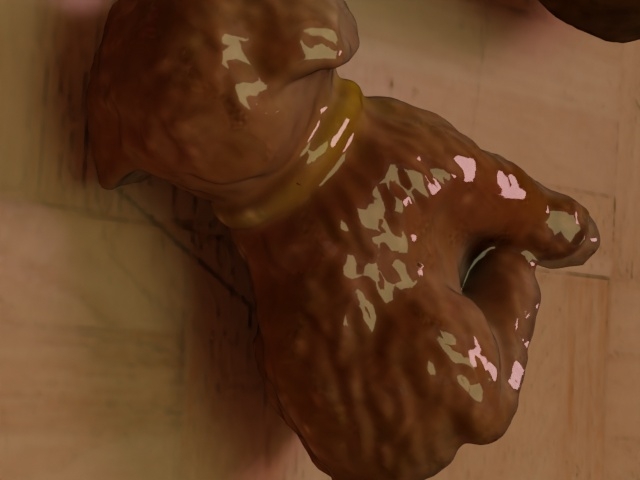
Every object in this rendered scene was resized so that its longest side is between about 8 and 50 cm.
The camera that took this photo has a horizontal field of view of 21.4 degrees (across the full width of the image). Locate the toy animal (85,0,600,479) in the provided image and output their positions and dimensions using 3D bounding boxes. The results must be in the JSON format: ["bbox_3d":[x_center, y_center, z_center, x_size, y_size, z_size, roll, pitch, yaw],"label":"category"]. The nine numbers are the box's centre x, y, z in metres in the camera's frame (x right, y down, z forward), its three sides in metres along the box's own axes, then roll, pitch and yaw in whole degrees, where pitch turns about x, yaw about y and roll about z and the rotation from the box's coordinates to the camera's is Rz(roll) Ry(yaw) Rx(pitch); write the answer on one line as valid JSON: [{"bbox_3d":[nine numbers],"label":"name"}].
[{"bbox_3d":[-0.013,0.007,0.556,0.185,0.104,0.184,47,57,-38],"label":"toy animal"}]

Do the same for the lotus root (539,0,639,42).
[{"bbox_3d":[0.156,-0.255,0.630,0.316,0.250,0.316,4,80,-23],"label":"lotus root"}]
